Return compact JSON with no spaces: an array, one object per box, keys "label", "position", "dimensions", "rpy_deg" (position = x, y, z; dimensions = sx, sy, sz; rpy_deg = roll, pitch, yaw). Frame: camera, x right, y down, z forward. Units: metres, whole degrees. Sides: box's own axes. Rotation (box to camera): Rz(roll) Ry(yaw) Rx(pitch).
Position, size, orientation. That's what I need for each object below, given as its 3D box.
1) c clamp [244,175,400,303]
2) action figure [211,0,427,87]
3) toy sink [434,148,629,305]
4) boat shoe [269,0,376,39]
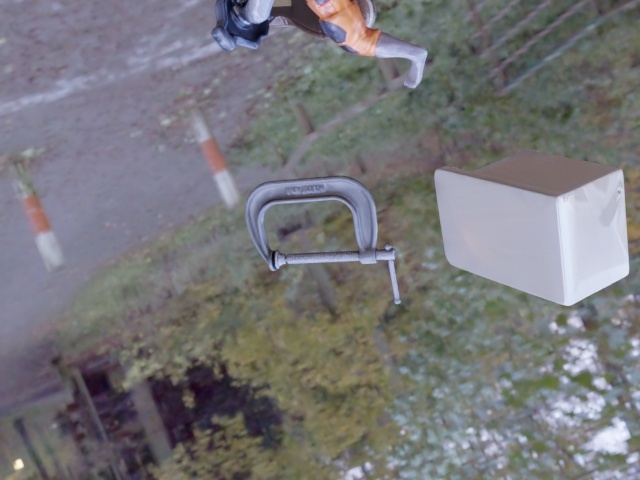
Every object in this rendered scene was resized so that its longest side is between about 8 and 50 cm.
[{"label":"c clamp","position":[0.000,0.000,0.987],"dimensions":[0.160,0.137,0.022],"rpy_deg":[2,-158,16]},{"label":"action figure","position":[0.001,-0.380,1.209],"dimensions":[0.330,0.341,0.178],"rpy_deg":[20,155,-30]},{"label":"toy sink","position":[0.286,-0.030,1.308],"dimensions":[0.131,0.153,0.234],"rpy_deg":[-22,-157,-28]},{"label":"boat shoe","position":[-0.009,-0.372,1.505],"dimensions":[0.257,0.095,0.095],"rpy_deg":[19,-152,34]}]
